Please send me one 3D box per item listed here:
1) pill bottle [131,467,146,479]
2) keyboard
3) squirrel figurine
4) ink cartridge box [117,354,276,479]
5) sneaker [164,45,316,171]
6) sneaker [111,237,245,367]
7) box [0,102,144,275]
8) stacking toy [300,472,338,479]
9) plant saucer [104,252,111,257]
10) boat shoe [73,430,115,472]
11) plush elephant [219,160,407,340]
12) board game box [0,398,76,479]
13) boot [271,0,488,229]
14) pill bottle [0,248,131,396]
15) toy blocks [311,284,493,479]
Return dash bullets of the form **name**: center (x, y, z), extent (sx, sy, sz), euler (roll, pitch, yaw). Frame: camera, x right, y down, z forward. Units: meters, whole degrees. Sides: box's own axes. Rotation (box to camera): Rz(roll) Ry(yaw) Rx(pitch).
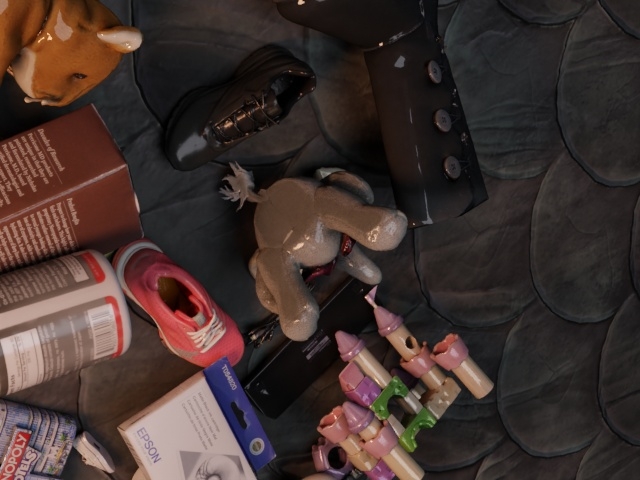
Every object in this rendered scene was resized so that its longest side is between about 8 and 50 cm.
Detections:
- **pill bottle**: center (-0.221, 0.461, 2.120), extent (0.221, 0.121, 0.121), euler (25, 91, -37)
- **keyboard**: center (-0.029, 0.168, 2.210), extent (0.317, 0.033, 0.201), euler (-45, 132, -15)
- **squirrel figurine**: center (-0.405, -0.367, 1.615), extent (0.370, 0.281, 0.397), euler (20, 93, -38)
- **ink cartridge box**: center (-0.194, 0.343, 2.021), extent (0.224, 0.045, 0.223), euler (-34, 110, -23)
- **sneaker**: center (-0.129, -0.211, 1.949), extent (0.286, 0.130, 0.109), euler (-43, 127, -14)
- **sneaker**: center (-0.220, 0.130, 1.998), extent (0.116, 0.136, 0.314), euler (-49, 127, -10)
- **box**: center (-0.455, -0.025, 1.702), extent (0.381, 0.143, 0.191), euler (-23, 151, -15)
- **stacking toy**: center (-0.086, 0.640, 2.174), extent (0.350, 0.350, 0.480), euler (38, 73, -37)
- **plant saucer**: center (-0.421, 0.010, 1.876), extent (0.188, 0.045, 0.188), euler (-45, 125, -14)
- **boat shoe**: center (-0.385, 0.362, 2.033), extent (0.035, 0.035, 0.100), euler (-28, 128, 8)
- **plush elephant**: center (0.000, 0.000, 2.049), extent (0.272, 0.330, 0.255), euler (-53, 151, 9)
- **board game box**: center (-0.507, 0.358, 1.928), extent (0.194, 0.060, 0.194), euler (21, 94, -38)
- **boot**: center (0.108, -0.230, 2.001), extent (0.367, 0.146, 0.445), euler (-18, 101, -41)
- **pill bottle**: center (-0.419, 0.124, 1.659), extent (0.283, 0.161, 0.161), euler (-18, 115, -27)
- **toy blocks**: center (0.094, 0.275, 2.231), extent (0.260, 0.309, 0.288), euler (48, 64, -10)
